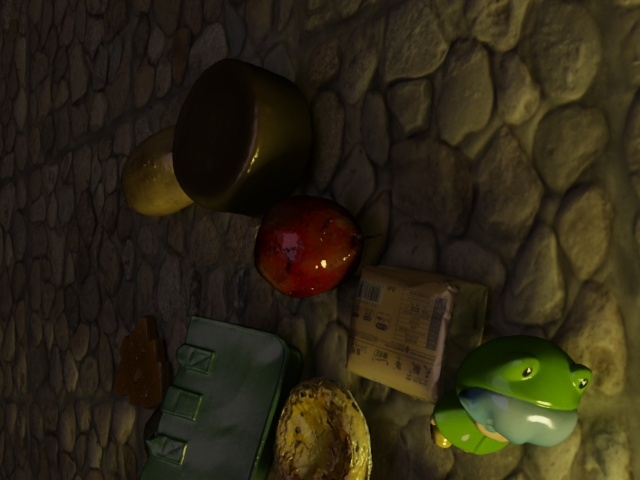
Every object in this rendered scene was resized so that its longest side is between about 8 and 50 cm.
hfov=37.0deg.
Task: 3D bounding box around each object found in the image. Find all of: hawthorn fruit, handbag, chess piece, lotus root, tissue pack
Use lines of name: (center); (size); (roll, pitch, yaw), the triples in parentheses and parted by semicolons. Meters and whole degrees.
hawthorn fruit: (0.000, 0.000, 1.582); (0.235, 0.181, 0.181); (-16, 74, 37)
handbag: (-0.178, 0.311, 1.709); (0.238, 0.089, 0.326); (12, 78, 26)
chess piece: (-0.123, -0.046, 1.845); (0.035, 0.035, 0.092); (-54, 45, 35)
lotus root: (-0.336, -0.139, 2.024); (0.342, 0.151, 0.169); (-20, 71, 47)
tissue pack: (0.143, 0.137, 1.445); (0.222, 0.090, 0.186); (9, 92, 50)

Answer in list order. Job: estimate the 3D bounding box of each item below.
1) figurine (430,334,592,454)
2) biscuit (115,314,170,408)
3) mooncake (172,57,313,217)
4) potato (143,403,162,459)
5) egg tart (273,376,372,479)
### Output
figurine: (0.238, 0.215, 1.267); (0.263, 0.162, 0.143); (131, 152, -53)
biscuit: (-0.391, 0.294, 2.155); (0.238, 0.041, 0.212); (41, 113, 45)
mooncake: (-0.142, -0.185, 1.771); (0.284, 0.155, 0.284); (-8, 79, 48)
potato: (-0.265, 0.387, 1.886); (0.262, 0.165, 0.165); (-27, 66, 49)
egg tart: (0.015, 0.343, 1.589); (0.234, 0.094, 0.234); (-9, 78, 49)
